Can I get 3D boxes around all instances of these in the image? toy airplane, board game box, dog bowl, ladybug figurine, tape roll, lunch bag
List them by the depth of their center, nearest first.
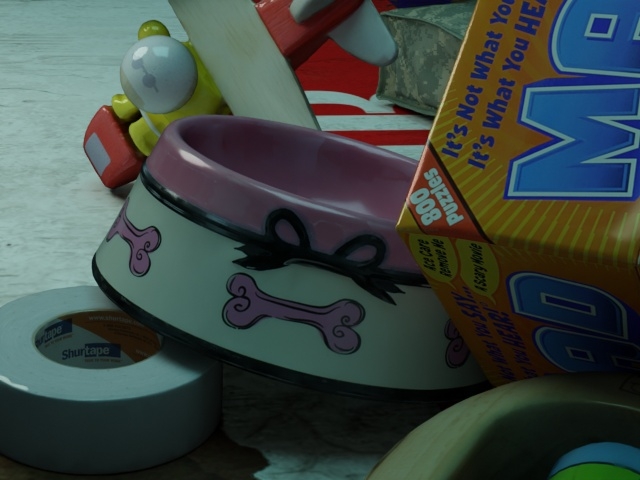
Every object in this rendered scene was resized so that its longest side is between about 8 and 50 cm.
[{"bbox_3d":[0.170,0.227,0.879,0.305,0.162,0.449,15,25,25],"label":"ladybug figurine"},{"bbox_3d":[0.324,-0.051,1.089,0.356,0.356,0.357,9,65,27],"label":"board game box"},{"bbox_3d":[-0.194,0.116,1.197,0.219,0.072,0.219,3,24,-2],"label":"tape roll"},{"bbox_3d":[0.000,0.000,1.293,0.408,0.150,0.408,15,15,-4],"label":"dog bowl"},{"bbox_3d":[-0.110,-0.202,1.565,0.386,0.384,0.272,18,16,26],"label":"toy airplane"},{"bbox_3d":[0.263,-0.258,2.034,0.235,0.169,0.287,-14,24,-36],"label":"lunch bag"}]
